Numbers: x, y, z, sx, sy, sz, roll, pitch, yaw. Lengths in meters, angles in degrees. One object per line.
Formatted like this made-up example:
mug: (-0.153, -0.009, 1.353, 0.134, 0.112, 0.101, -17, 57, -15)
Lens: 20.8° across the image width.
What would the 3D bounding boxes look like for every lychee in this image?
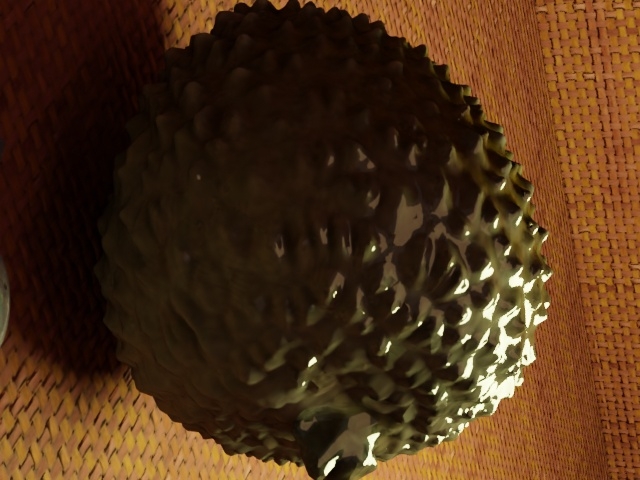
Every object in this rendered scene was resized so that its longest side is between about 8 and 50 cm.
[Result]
lychee: (0.000, 0.000, 1.442, 0.380, 0.380, 0.432, 50, 32, -58)

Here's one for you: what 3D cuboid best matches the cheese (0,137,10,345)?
cheese: (-0.253, 0.014, 1.227, 0.105, 0.042, 0.191, 8, 81, -70)
